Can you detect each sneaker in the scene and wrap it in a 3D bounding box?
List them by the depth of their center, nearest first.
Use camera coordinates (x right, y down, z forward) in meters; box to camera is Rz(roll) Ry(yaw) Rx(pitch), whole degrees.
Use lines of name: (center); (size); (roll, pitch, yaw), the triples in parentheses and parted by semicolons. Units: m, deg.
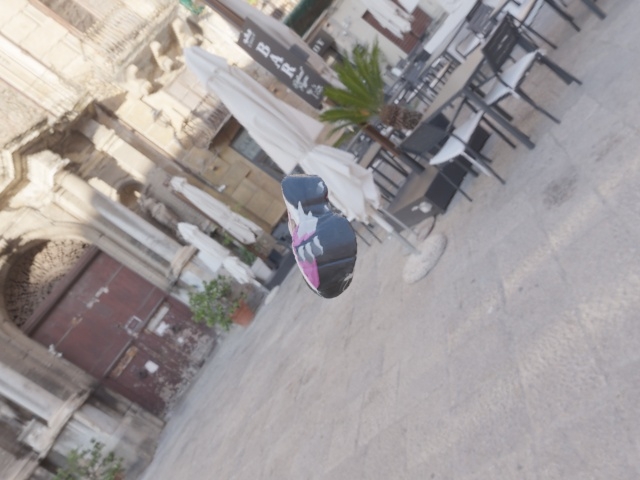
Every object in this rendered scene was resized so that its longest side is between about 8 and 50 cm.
sneaker: (0.000, 0.000, 0.561); (0.077, 0.071, 0.178); (85, 175, -46)
